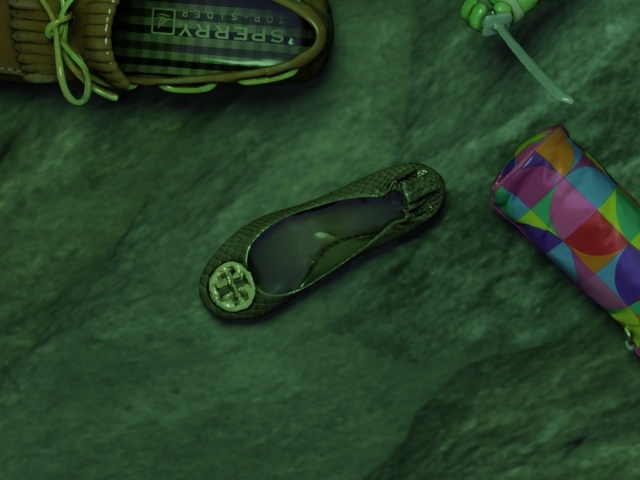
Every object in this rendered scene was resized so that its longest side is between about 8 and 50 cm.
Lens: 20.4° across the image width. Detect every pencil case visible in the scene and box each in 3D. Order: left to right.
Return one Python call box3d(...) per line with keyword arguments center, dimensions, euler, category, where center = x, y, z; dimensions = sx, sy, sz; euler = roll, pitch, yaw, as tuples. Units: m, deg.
box3d(center=(0.255, 0.006, 1.592), dimensions=(0.104, 0.104, 0.236), euler=(-43, 91, 7), category="pencil case")

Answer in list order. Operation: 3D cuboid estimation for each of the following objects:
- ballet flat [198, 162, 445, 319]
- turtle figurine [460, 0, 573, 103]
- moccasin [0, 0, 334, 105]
box3d(center=(0.000, 0.000, 1.624), dimensions=(0.250, 0.058, 0.084), euler=(-25, 93, 6), category="ballet flat")
box3d(center=(0.146, -0.285, 1.498), dimensions=(0.266, 0.274, 0.197), euler=(15, 131, 24), category="turtle figurine")
box3d(center=(-0.180, -0.187, 1.570), dimensions=(0.380, 0.147, 0.139), euler=(9, 97, 2), category="moccasin")
